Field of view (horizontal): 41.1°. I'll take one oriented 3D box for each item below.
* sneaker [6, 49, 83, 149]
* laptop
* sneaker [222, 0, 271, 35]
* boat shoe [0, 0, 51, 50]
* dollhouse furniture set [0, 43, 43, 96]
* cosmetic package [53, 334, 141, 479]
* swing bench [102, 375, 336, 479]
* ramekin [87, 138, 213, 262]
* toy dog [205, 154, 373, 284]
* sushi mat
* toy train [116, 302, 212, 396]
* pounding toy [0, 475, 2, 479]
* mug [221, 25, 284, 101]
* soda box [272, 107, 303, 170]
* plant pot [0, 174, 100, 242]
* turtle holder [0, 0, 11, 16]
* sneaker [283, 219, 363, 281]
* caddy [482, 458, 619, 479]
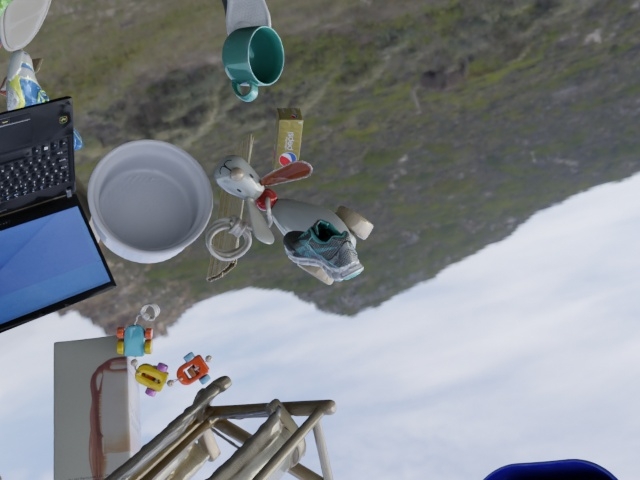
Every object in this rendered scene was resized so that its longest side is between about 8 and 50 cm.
[{"bbox_3d":[-0.486,-0.215,1.510,0.126,0.240,0.091,-2,-157,-17],"label":"sneaker"},{"bbox_3d":[-0.412,-0.029,1.159,0.234,0.264,0.136,-23,-129,-35],"label":"laptop"},{"bbox_3d":[-0.183,-0.562,2.002,0.105,0.295,0.147,-15,-165,-1],"label":"sneaker"},{"bbox_3d":[-0.547,-0.493,1.519,0.112,0.095,0.335,-34,161,-39],"label":"boat shoe"},{"bbox_3d":[-0.868,-0.407,2.110,0.262,0.259,0.135,27,162,-34],"label":"dollhouse furniture set"},{"bbox_3d":[-0.373,0.326,1.444,0.129,0.296,0.153,-7,155,-5],"label":"cosmetic package"},{"bbox_3d":[-0.138,0.298,1.018,0.255,0.165,0.253,8,-149,33],"label":"swing bench"},{"bbox_3d":[-0.397,-0.081,1.965,0.277,0.277,0.135,-22,171,-24],"label":"ramekin"},{"bbox_3d":[-0.050,-0.041,1.644,0.334,0.220,0.161,13,179,-13],"label":"toy dog"},{"bbox_3d":[-0.199,-0.071,1.877,0.019,0.316,0.151,17,154,-25],"label":"sushi mat"},{"bbox_3d":[-0.264,0.189,1.434,0.125,0.166,0.046,-38,-176,0],"label":"toy train"},{"bbox_3d":[-0.674,0.413,1.506,0.206,0.181,0.094,21,155,-22],"label":"pounding toy"},{"bbox_3d":[-0.164,-0.399,1.889,0.097,0.129,0.157,6,-135,35],"label":"mug"},{"bbox_3d":[-0.086,-0.248,2.179,0.061,0.181,0.058,-2,-139,-11],"label":"soda box"},{"bbox_3d":[-0.634,-0.042,2.027,0.284,0.284,0.191,-12,153,39],"label":"plant pot"},{"bbox_3d":[-0.554,-0.356,1.160,0.320,0.243,0.227,14,160,21],"label":"turtle holder"},{"bbox_3d":[0.000,0.000,1.260,0.065,0.076,0.166,-29,-150,-30],"label":"sneaker"},{"bbox_3d":[0.442,0.548,1.619,0.341,0.241,0.179,-16,145,34],"label":"caddy"}]
